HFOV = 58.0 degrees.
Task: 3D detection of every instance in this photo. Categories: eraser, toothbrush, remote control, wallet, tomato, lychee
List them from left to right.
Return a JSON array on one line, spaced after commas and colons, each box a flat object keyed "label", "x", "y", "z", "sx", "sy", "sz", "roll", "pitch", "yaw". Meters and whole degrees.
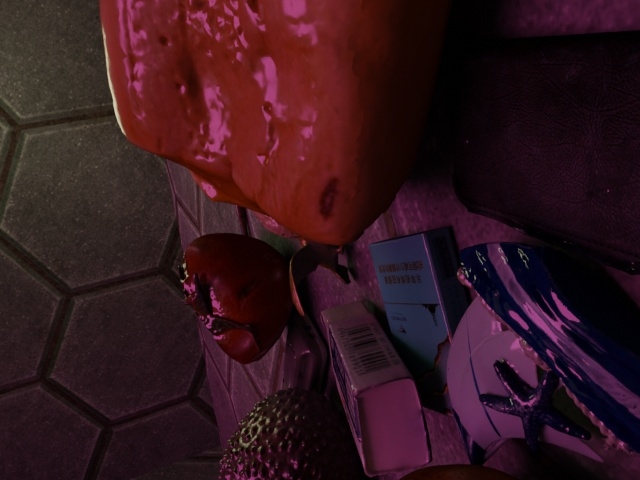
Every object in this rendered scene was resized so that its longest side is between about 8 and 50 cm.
[{"label": "toothbrush", "x": -0.198, "y": 0.024, "z": 1.567, "sx": 0.031, "sy": 0.023, "sz": 0.321, "roll": 20, "pitch": 124, "yaw": 57}, {"label": "tomato", "x": -0.142, "y": 0.093, "z": 1.239, "sx": 0.309, "sy": 0.170, "sz": 0.309, "roll": 46, "pitch": -151, "yaw": -35}, {"label": "lychee", "x": -0.062, "y": 0.441, "z": 1.143, "sx": 0.300, "sy": 0.300, "sz": 0.300, "roll": 165, "pitch": 90, "yaw": -69}, {"label": "remote control", "x": -0.047, "y": 0.304, "z": 1.310, "sx": 0.128, "sy": 0.065, "sz": 0.335, "roll": 56, "pitch": 152, "yaw": 36}, {"label": "eraser", "x": 0.067, "y": 0.190, "z": 0.815, "sx": 0.287, "sy": 0.086, "sz": 0.130, "roll": -119, "pitch": 17, "yaw": -74}, {"label": "wallet", "x": 0.203, "y": -0.072, "z": 0.438, "sx": 0.318, "sy": 0.045, "sz": 0.172, "roll": -149, "pitch": 50, "yaw": -62}]

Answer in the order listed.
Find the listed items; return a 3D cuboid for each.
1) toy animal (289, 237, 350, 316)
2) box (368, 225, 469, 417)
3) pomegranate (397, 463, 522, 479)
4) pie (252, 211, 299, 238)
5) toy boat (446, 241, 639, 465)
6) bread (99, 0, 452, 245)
[{"label": "toy animal", "x": 0.000, "y": 0.000, "z": 0.949, "sx": 0.219, "sy": 0.095, "sz": 0.155, "roll": -77, "pitch": -15, "yaw": -63}, {"label": "box", "x": 0.136, "y": 0.104, "z": 0.734, "sx": 0.162, "sy": 0.041, "sz": 0.229, "roll": 163, "pitch": 93, "yaw": -71}, {"label": "pomegranate", "x": 0.157, "y": 0.371, "z": 0.525, "sx": 0.319, "sy": 0.319, "sz": 0.319, "roll": 165, "pitch": 90, "yaw": -69}, {"label": "pie", "x": -0.032, "y": -0.107, "z": 0.830, "sx": 0.205, "sy": 0.179, "sz": 0.084, "roll": 59, "pitch": 160, "yaw": 21}, {"label": "toy boat", "x": 0.199, "y": 0.140, "z": 0.534, "sx": 0.210, "sy": 0.070, "sz": 0.292, "roll": 35, "pitch": 134, "yaw": 48}, {"label": "bread", "x": -0.041, "y": -0.196, "z": 0.619, "sx": 0.361, "sy": 0.250, "sz": 0.394, "roll": 24, "pitch": 133, "yaw": 23}]
